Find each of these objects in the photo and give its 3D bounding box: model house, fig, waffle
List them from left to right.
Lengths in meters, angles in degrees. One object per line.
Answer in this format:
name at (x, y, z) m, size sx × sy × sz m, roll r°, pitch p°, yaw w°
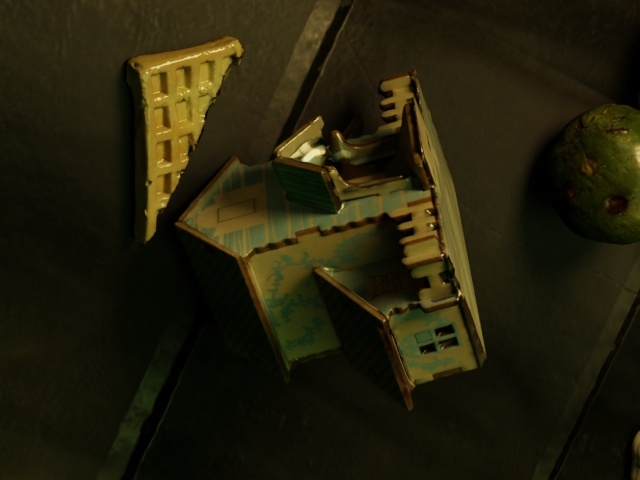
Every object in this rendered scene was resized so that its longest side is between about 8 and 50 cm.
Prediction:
waffle at (-0.102, -0.075, 1.493) m, size 0.097 × 0.023 × 0.152 m, roll -14°, pitch 117°, yaw -33°
model house at (0.000, 0.000, 1.509) m, size 0.206 × 0.271 × 0.178 m, roll -16°, pitch 129°, yaw 9°
fig at (0.274, -0.054, 1.749) m, size 0.156 × 0.123 × 0.123 m, roll 6°, pitch 107°, yaw -53°

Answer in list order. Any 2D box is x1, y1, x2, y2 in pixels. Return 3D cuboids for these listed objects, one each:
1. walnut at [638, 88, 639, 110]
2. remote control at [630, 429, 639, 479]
walnut at (0.381, -0.143, 1.752) m, size 0.184 × 0.155 × 0.155 m, roll 5°, pitch 111°, yaw -4°
remote control at (0.364, 0.209, 2.000) m, size 0.122 × 0.032 × 0.074 m, roll -19°, pitch 122°, yaw -33°
